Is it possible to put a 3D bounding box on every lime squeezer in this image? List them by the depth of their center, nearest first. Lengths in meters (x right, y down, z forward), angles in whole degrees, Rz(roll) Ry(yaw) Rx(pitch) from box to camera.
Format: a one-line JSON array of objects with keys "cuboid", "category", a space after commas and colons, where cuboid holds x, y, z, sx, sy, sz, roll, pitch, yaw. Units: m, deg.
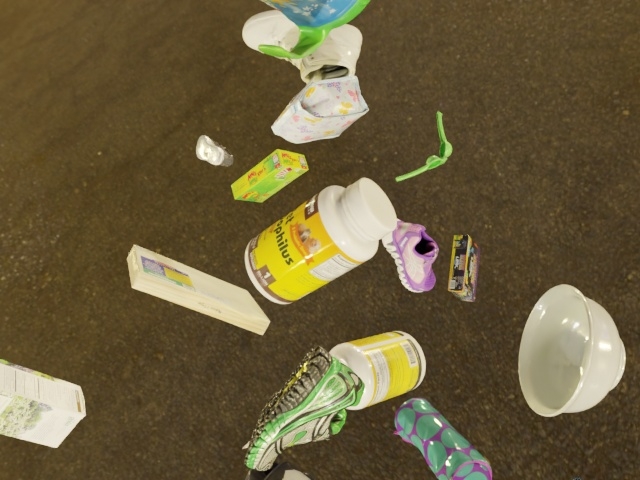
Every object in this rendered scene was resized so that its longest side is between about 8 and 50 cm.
[{"cuboid": [0.366, -0.287, 1.698, 0.310, 0.110, 0.059, -56, 11, -20], "category": "lime squeezer"}]

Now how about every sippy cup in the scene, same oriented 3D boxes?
[{"cuboid": [-0.048, -0.472, 0.828, 0.240, 0.305, 0.224, -23, -2, 36], "category": "sippy cup"}]

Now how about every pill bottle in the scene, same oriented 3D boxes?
[{"cuboid": [0.000, 0.000, 0.749, 0.215, 0.117, 0.117, -33, 41, 30], "category": "pill bottle"}, {"cuboid": [0.133, 0.380, 1.510, 0.188, 0.334, 0.187, 5, 96, 50], "category": "pill bottle"}]

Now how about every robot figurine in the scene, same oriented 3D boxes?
[{"cuboid": [-0.077, 0.702, 1.370, 0.278, 0.173, 0.209, 32, 59, 24], "category": "robot figurine"}]

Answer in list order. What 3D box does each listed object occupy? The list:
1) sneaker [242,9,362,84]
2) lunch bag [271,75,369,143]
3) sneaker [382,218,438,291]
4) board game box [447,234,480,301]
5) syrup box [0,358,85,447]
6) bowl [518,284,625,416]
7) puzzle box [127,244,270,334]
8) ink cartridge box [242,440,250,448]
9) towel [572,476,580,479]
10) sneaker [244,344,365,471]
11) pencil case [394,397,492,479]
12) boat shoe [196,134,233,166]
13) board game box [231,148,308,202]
[{"cuboid": [-0.053, -0.447, 1.225, 0.293, 0.108, 0.169, 6, 54, 4], "category": "sneaker"}, {"cuboid": [-0.004, -0.139, 0.554, 0.083, 0.053, 0.071, -19, -4, -28], "category": "lunch bag"}, {"cuboid": [0.237, 0.042, 1.246, 0.105, 0.236, 0.095, -1, 47, 36], "category": "sneaker"}, {"cuboid": [0.431, 0.085, 1.554, 0.048, 0.141, 0.170, 1, 73, 33], "category": "board game box"}, {"cuboid": [-0.600, 0.317, 1.027, 0.093, 0.237, 0.096, -49, 41, 3], "category": "syrup box"}, {"cuboid": [0.580, 0.258, 1.173, 0.134, 0.297, 0.297, 14, 55, -2], "category": "bowl"}, {"cuboid": [-0.370, 0.146, 1.557, 0.052, 0.409, 0.272, -62, 26, 4], "category": "puzzle box"}, {"cuboid": [-0.100, 0.526, 1.498, 0.206, 0.045, 0.208, -35, 1, 42], "category": "ink cartridge box"}, {"cuboid": [0.545, 0.586, 1.161, 0.120, 0.067, 0.029, -36, 38, -18], "category": "towel"}, {"cuboid": [-0.040, 0.372, 1.049, 0.343, 0.146, 0.134, -53, 6, 30], "category": "sneaker"}, {"cuboid": [0.160, 0.281, 0.704, 0.070, 0.065, 0.152, -58, 25, 4], "category": "pencil case"}, {"cuboid": [-0.357, -0.301, 1.769, 0.229, 0.076, 0.080, 31, 104, 53], "category": "boat shoe"}, {"cuboid": [-0.127, -0.156, 1.284, 0.181, 0.092, 0.043, -30, 69, 37], "category": "board game box"}]
